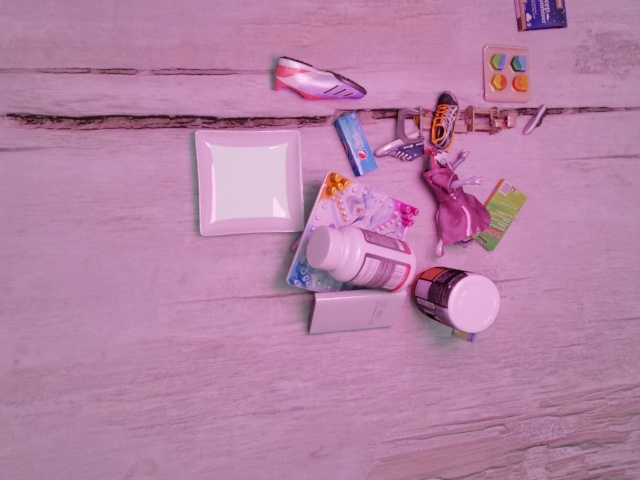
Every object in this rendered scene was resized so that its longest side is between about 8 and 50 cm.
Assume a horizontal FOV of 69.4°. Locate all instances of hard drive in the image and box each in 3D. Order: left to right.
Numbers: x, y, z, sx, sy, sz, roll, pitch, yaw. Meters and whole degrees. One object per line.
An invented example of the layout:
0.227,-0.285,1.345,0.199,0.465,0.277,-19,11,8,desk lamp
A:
0.120,0.241,1.578,0.308,0.040,0.202,-2,137,-12,hard drive

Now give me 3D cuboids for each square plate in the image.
-0.232,-0.194,1.545,0.348,0.049,0.343,-3,93,-12,square plate

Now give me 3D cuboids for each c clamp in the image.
0.339,-0.412,1.636,0.137,0.022,0.160,11,72,-9,c clamp

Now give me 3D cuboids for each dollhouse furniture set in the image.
0.579,-0.447,1.662,0.182,0.161,0.101,-2,92,-14,dollhouse furniture set

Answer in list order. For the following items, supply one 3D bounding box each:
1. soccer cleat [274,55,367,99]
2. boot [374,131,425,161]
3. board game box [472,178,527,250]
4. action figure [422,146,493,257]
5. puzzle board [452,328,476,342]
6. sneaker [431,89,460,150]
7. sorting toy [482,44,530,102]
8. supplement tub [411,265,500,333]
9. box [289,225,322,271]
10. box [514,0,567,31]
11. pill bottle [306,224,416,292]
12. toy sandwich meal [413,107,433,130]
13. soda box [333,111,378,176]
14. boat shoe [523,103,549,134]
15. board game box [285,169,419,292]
0.000,-0.523,1.571,0.319,0.108,0.116,14,109,-15,soccer cleat
0.291,-0.316,1.647,0.190,0.069,0.086,-25,91,-12,boot
0.670,-0.095,1.758,0.124,0.039,0.259,36,81,-10,board game box
0.455,-0.171,1.655,0.276,0.248,0.370,-32,98,23,action figure
0.562,0.314,1.758,0.097,0.011,0.128,23,87,-14,puzzle board
0.442,-0.434,1.659,0.083,0.084,0.214,2,91,-46,sneaker
0.709,-0.631,1.749,0.193,0.038,0.208,-1,92,-13,sorting toy
0.442,0.190,1.571,0.194,0.316,0.193,-1,93,-12,supplement tub
0.000,0.000,1.581,0.130,0.091,0.170,38,83,-11,box
0.859,-0.884,1.778,0.226,0.036,0.136,-10,94,-13,box
0.124,0.052,1.426,0.319,0.176,0.176,15,88,-31,pill bottle
0.378,-0.442,1.684,0.086,0.029,0.085,0,92,-13,toy sandwich meal
0.122,-0.332,1.611,0.071,0.067,0.209,-24,96,-11,soda box
0.833,-0.459,1.778,0.040,0.049,0.142,38,81,-12,boat shoe
0.122,0.012,1.547,0.390,0.050,0.389,19,94,-31,board game box
